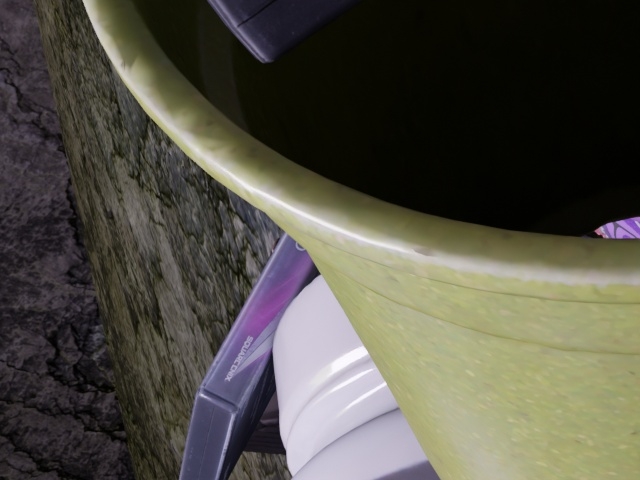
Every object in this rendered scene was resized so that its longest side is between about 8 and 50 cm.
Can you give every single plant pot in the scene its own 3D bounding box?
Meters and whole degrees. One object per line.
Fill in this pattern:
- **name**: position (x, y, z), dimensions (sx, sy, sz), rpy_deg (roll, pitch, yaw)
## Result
- **plant pot**: position (0.098, -0.025, 0.492), dimensions (0.254, 0.276, 0.276), rpy_deg (73, 171, -50)

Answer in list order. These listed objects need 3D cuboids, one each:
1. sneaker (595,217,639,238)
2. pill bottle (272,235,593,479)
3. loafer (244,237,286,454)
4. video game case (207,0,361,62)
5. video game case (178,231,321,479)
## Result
- **sneaker**: position (0.132, -0.011, 0.721), dimensions (0.071, 0.068, 0.170), rpy_deg (65, 173, -20)
- **pill bottle**: position (0.086, 0.185, 0.700), dimensions (0.204, 0.204, 0.361), rpy_deg (95, 169, -56)
- **loafer**: position (0.013, 0.064, 1.191), dimensions (0.366, 0.134, 0.130), rpy_deg (133, 143, -63)
- **video game case**: position (0.049, -0.201, 0.416), dimensions (0.035, 0.275, 0.248), rpy_deg (47, -170, -50)
- **video game case**: position (0.000, 0.000, 0.925), dimensions (0.026, 0.274, 0.196), rpy_deg (27, 157, 4)
